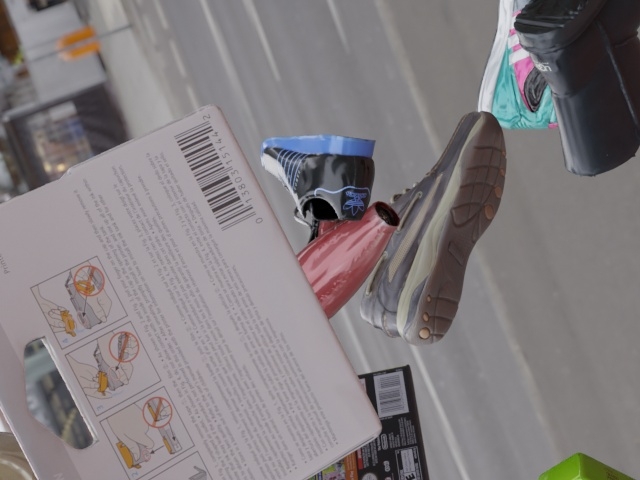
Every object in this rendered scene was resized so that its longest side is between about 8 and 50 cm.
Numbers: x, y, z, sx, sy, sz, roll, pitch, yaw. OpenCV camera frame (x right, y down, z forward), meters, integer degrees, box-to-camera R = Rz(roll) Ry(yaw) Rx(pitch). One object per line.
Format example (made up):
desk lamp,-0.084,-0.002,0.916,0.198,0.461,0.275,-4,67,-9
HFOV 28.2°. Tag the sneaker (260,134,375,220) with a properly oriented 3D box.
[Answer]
sneaker,-0.010,-0.067,1.404,0.232,0.081,0.090,-175,90,-68

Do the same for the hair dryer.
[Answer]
hair dryer,0.000,0.000,1.477,0.080,0.223,0.293,27,165,-22

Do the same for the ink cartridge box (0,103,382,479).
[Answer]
ink cartridge box,-0.128,0.079,0.981,0.296,0.261,0.066,63,155,-1

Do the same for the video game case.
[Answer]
video game case,0.033,0.313,1.959,0.275,0.248,0.035,-95,-8,-54

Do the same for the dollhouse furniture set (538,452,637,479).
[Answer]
dollhouse furniture set,0.263,0.374,1.143,0.151,0.198,0.301,-52,18,35

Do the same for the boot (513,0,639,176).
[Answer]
boot,0.314,-0.209,1.329,0.094,0.246,0.207,23,153,45

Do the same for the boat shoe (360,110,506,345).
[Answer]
boat shoe,0.148,-0.030,1.746,0.130,0.355,0.132,10,154,32

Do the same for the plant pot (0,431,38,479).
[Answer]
plant pot,-0.391,0.343,1.501,0.191,0.284,0.284,111,138,-60

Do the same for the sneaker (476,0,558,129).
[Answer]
sneaker,0.342,-0.291,1.833,0.178,0.124,0.295,19,109,25
